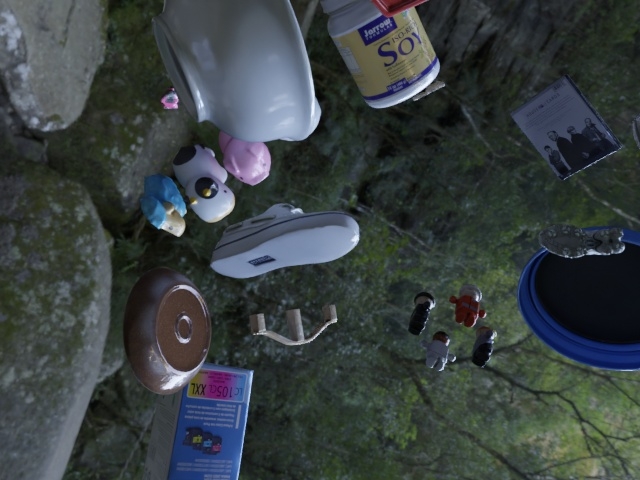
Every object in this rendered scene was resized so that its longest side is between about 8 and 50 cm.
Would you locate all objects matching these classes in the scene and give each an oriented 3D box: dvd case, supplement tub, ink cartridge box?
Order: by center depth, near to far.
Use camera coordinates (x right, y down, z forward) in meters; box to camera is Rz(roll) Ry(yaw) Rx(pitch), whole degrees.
[{"bbox_3d":[-0.273,0.457,1.135,0.270,0.151,0.395,156,-54,-63],"label":"ink cartridge box"},{"bbox_3d":[0.652,-0.298,1.456,0.030,0.238,0.179,-40,-178,-40],"label":"dvd case"},{"bbox_3d":[0.167,-0.572,1.531,0.241,0.331,0.241,-26,-152,15],"label":"supplement tub"}]

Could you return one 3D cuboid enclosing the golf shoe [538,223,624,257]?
[{"bbox_3d":[0.527,0.005,1.123,0.086,0.176,0.069,133,-39,-84],"label":"golf shoe"}]

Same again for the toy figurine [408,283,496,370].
[{"bbox_3d":[0.362,0.237,1.492,0.213,0.209,0.148,-17,-158,30],"label":"toy figurine"}]

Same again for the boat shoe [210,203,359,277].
[{"bbox_3d":[-0.057,-0.011,0.816,0.268,0.096,0.088,-19,-128,40],"label":"boat shoe"}]

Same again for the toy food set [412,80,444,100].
[{"bbox_3d":[0.307,-0.584,1.822,0.128,0.218,0.071,-32,-156,21],"label":"toy food set"}]

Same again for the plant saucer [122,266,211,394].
[{"bbox_3d":[-0.225,0.137,0.849,0.036,0.198,0.198,-9,-127,23],"label":"plant saucer"}]

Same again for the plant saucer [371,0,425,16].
[{"bbox_3d":[0.145,-0.501,0.937,0.259,0.259,0.047,-8,-116,41],"label":"plant saucer"}]

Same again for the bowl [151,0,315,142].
[{"bbox_3d":[-0.135,-0.250,0.735,0.297,0.134,0.297,56,-16,25],"label":"bowl"}]

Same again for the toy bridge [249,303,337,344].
[{"bbox_3d":[-0.046,0.155,0.979,0.026,0.188,0.063,-18,-102,48],"label":"toy bridge"}]

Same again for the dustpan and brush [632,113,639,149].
[{"bbox_3d":[0.512,-0.105,0.720,0.147,0.060,0.211,-19,-108,39],"label":"dustpan and brush"}]

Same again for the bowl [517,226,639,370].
[{"bbox_3d":[0.676,0.138,1.291,0.077,0.391,0.391,-47,177,-45],"label":"bowl"}]

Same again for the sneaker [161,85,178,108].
[{"bbox_3d":[-0.420,-0.405,1.512,0.119,0.047,0.057,177,-85,-73],"label":"sneaker"}]

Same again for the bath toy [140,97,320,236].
[{"bbox_3d":[-0.151,-0.147,0.949,0.348,0.151,0.129,-35,174,8],"label":"bath toy"}]
